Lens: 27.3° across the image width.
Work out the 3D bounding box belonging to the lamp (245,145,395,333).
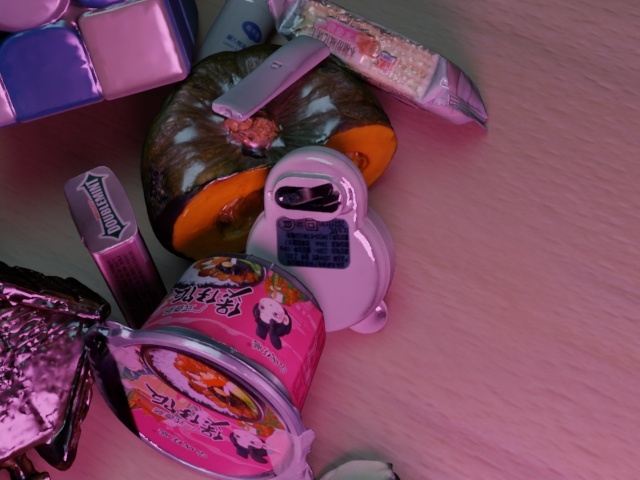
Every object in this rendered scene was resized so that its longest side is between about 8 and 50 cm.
[{"bbox_3d":[0.000,-0.002,1.577,0.179,0.246,0.108,3,29,11],"label":"lamp"}]

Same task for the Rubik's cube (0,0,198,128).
[{"bbox_3d":[-0.370,-0.367,1.718,0.347,0.346,0.344,-16,24,5],"label":"Rubik's cube"}]

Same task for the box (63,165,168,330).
[{"bbox_3d":[-0.240,0.020,1.601,0.069,0.224,0.120,-24,57,-8],"label":"box"}]

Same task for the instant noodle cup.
[{"bbox_3d":[-0.105,0.132,1.514,0.258,0.302,0.181,-21,31,44],"label":"instant noodle cup"}]

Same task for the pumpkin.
[{"bbox_3d":[-0.093,-0.141,1.658,0.325,0.242,0.232,-26,67,-9],"label":"pumpkin"}]

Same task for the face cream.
[{"bbox_3d":[-0.097,-0.323,1.858,0.077,0.077,0.250,17,66,20],"label":"face cream"}]

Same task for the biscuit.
[{"bbox_3d":[0.074,-0.239,1.719,0.309,0.186,0.079,28,93,24],"label":"biscuit"}]

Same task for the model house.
[{"bbox_3d":[-0.398,0.142,1.599,0.282,0.297,0.317,-35,21,-20],"label":"model house"}]

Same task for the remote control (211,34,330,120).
[{"bbox_3d":[-0.057,-0.198,1.565,0.050,0.027,0.184,23,46,26],"label":"remote control"}]

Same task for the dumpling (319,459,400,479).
[{"bbox_3d":[0.028,0.368,1.402,0.227,0.243,0.175,-29,97,14],"label":"dumpling"}]
